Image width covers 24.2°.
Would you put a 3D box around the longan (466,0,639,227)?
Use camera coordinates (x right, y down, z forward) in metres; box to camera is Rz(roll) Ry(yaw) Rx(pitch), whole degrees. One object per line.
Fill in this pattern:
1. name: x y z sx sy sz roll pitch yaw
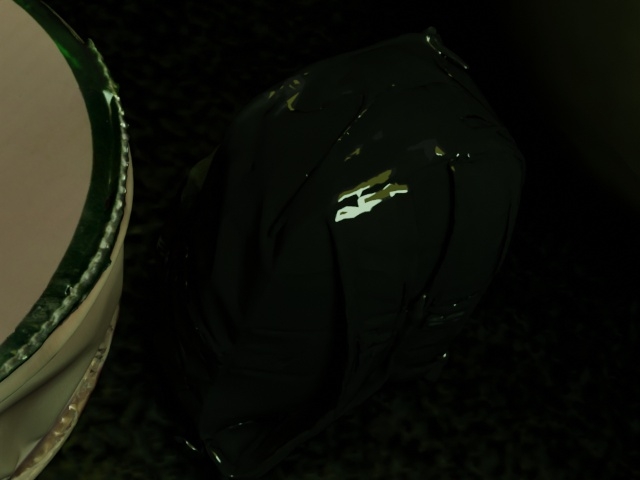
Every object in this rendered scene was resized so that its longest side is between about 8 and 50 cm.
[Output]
1. longan: 0.186 -0.147 0.600 0.288 0.288 0.350 9 53 -15

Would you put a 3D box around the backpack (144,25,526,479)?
1. backpack: 0.003 -0.002 0.521 0.120 0.165 0.106 -19 62 -31

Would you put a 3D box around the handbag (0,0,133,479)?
1. handbag: -0.150 -0.002 0.492 0.179 0.116 0.205 27 58 -4
